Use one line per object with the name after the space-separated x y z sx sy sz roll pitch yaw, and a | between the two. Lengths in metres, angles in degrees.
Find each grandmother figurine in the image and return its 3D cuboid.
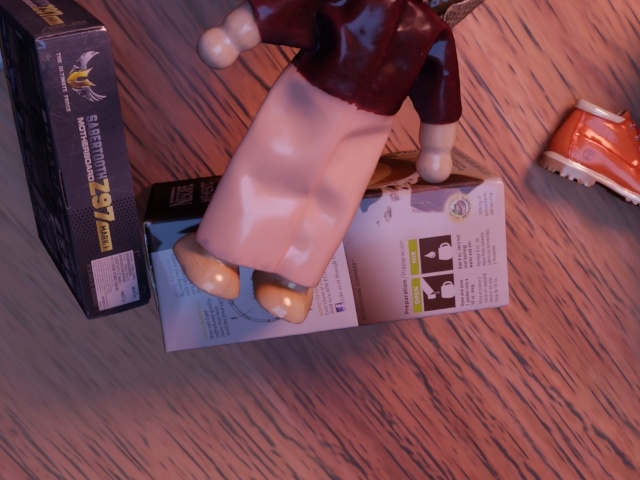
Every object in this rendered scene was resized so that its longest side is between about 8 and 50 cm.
0.013 -0.111 0.696 0.208 0.104 0.342 19 112 -33 | grandmother figurine

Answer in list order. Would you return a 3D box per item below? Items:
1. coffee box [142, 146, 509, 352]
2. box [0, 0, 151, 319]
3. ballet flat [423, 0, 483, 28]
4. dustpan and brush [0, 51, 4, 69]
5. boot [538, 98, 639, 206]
0.000 0.000 0.886 0.297 0.168 0.119 -8 106 -5 | coffee box
-0.206 -0.078 0.809 0.059 0.183 0.233 -15 118 -23 | box
0.156 -0.268 0.886 0.250 0.058 0.084 -41 107 5 | ballet flat
-0.338 -0.200 0.806 0.147 0.060 0.211 -38 127 3 | dustpan and brush
0.300 -0.080 0.959 0.158 0.059 0.085 22 97 -11 | boot
